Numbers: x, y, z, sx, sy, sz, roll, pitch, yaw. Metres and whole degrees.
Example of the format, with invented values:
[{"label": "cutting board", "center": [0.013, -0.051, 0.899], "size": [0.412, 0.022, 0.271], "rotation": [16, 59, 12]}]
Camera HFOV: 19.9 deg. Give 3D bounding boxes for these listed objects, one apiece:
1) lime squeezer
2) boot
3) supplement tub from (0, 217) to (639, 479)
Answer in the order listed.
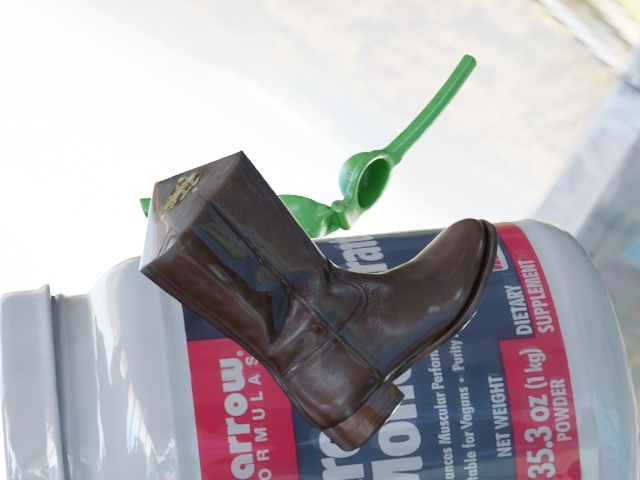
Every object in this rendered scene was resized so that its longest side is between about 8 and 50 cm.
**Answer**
[{"label": "lime squeezer", "center": [0.007, -0.051, 1.528], "size": [0.110, 0.310, 0.059], "rotation": [-113, -2, -53]}, {"label": "boot", "center": [0.000, 0.000, 0.633], "size": [0.114, 0.106, 0.037], "rotation": [45, 154, -21]}, {"label": "supplement tub", "center": [-0.005, 0.094, 0.850], "size": [0.272, 0.191, 0.191], "rotation": [-6, -173, -8]}]
